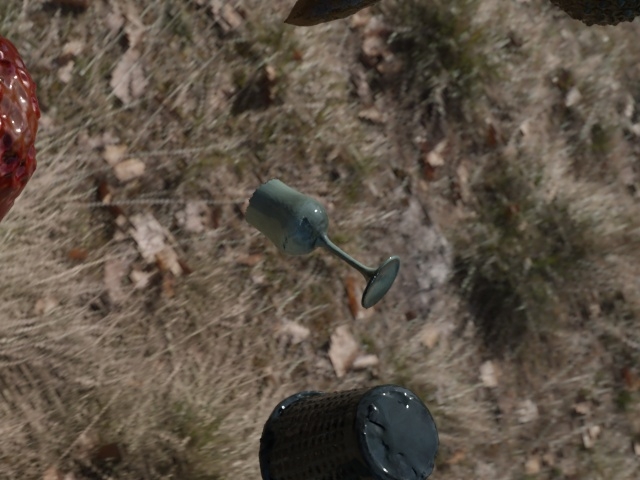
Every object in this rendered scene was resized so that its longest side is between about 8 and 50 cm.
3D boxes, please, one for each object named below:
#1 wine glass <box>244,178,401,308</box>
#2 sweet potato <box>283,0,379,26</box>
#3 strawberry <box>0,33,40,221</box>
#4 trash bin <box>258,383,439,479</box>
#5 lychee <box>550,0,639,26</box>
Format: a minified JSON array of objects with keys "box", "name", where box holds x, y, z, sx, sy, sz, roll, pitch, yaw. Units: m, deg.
[{"box":[0.000,0.000,1.512,0.195,0.079,0.079,35,55,22],"name":"wine glass"},{"box":[0.046,-0.333,1.645,0.205,0.068,0.060,-15,120,1],"name":"sweet potato"},{"box":[-0.423,-0.095,1.258,0.291,0.292,0.310,-12,73,-32],"name":"strawberry"},{"box":[0.042,0.240,1.401,0.175,0.161,0.175,15,63,-32],"name":"trash bin"},{"box":[0.298,-0.295,1.226,0.171,0.171,0.171,9,70,-27],"name":"lychee"}]
